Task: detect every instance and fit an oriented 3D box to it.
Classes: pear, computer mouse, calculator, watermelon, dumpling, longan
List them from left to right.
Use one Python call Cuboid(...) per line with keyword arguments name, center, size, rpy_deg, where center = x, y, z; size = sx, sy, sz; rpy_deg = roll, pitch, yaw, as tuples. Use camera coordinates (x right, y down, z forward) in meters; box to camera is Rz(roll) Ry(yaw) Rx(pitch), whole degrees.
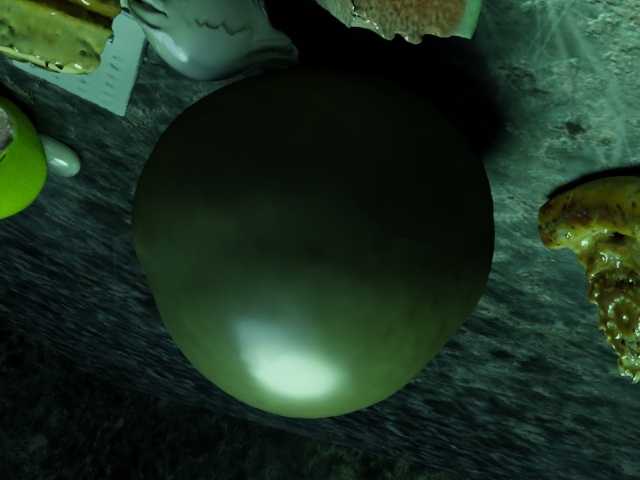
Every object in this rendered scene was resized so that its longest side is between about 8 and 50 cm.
Cuboid(name="pear", center=(-0.485, -0.112, 1.356), size=(0.187, 0.187, 0.219), rpy_deg=(26, 162, -9))
Cuboid(name="computer mouse", center=(-0.408, -0.127, 1.439), size=(0.096, 0.039, 0.066), rpy_deg=(30, 158, -19))
Cuboid(name="calculator", center=(-0.276, -0.228, 1.087), size=(0.161, 0.021, 0.261), rpy_deg=(26, 159, -9))
Cuboid(name="dumpling", center=(-0.109, -0.204, 0.880), size=(0.188, 0.108, 0.127), rpy_deg=(16, -172, -23))
Cuboid(name="longan", center=(0.000, 0.000, 0.910), size=(0.361, 0.361, 0.361), rpy_deg=(19, 159, 8))
Cuboid(name="watermelon", center=(0.023, -0.243, 0.670), size=(0.146, 0.128, 0.231), rpy_deg=(41, 160, 40))

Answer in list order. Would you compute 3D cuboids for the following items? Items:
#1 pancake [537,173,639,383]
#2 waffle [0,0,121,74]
Cuboid(name="pancake", center=(0.316, 0.049, 0.956), size=(0.266, 0.057, 0.244), rpy_deg=(32, 135, 57))
Cuboid(name="waffle", center=(-0.381, -0.241, 0.824), size=(0.376, 0.114, 0.261), rpy_deg=(22, -169, 41))
